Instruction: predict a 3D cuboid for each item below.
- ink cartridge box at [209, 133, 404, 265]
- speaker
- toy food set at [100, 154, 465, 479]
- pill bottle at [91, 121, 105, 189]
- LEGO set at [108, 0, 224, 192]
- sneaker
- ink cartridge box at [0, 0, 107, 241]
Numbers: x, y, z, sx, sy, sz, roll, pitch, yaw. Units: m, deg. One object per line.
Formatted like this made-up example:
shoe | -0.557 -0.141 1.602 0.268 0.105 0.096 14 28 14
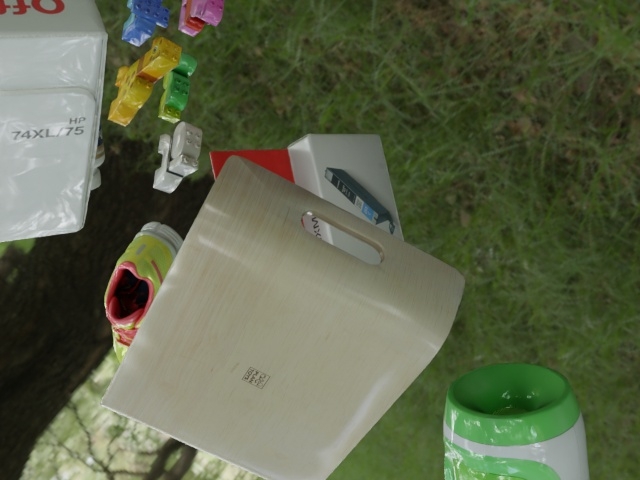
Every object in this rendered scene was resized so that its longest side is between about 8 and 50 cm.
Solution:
ink cartridge box | 0.000 0.000 1.102 0.066 0.261 0.297 -23 77 52
speaker | 0.190 0.271 0.735 0.131 0.131 0.297 13 117 55
toy food set | -0.046 0.093 0.708 0.219 0.092 0.306 27 125 -8
pill bottle | -0.297 -0.123 0.953 0.067 0.067 0.120 24 124 40
LEGO set | -0.141 -0.173 0.748 0.087 0.227 0.093 19 155 -36
sneaker | -0.217 0.082 0.911 0.081 0.094 0.209 18 121 11
ink cartridge box | -0.284 -0.154 0.544 0.270 0.198 0.197 65 148 29
